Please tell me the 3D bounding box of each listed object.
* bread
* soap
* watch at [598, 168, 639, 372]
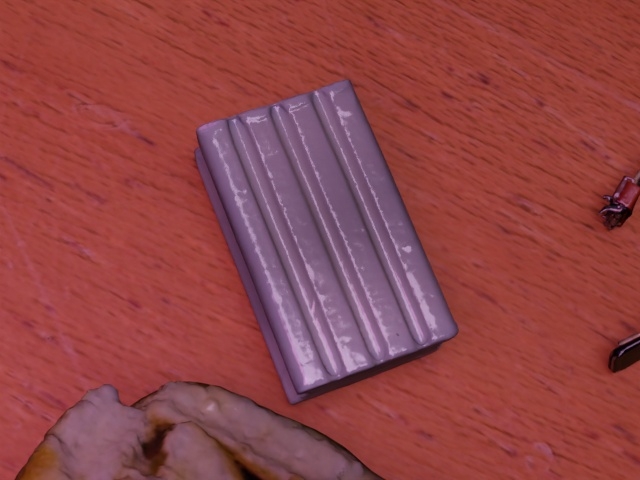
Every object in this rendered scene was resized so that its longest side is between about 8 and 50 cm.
[{"bbox_3d":[-0.051,0.269,0.892,0.395,0.239,0.264,25,40,1],"label":"bread"},{"bbox_3d":[0.000,0.000,1.088,0.160,0.087,0.265,-19,77,-14],"label":"soap"},{"bbox_3d":[0.356,-0.005,1.151,0.268,0.102,0.164,-31,72,-7],"label":"watch"}]
